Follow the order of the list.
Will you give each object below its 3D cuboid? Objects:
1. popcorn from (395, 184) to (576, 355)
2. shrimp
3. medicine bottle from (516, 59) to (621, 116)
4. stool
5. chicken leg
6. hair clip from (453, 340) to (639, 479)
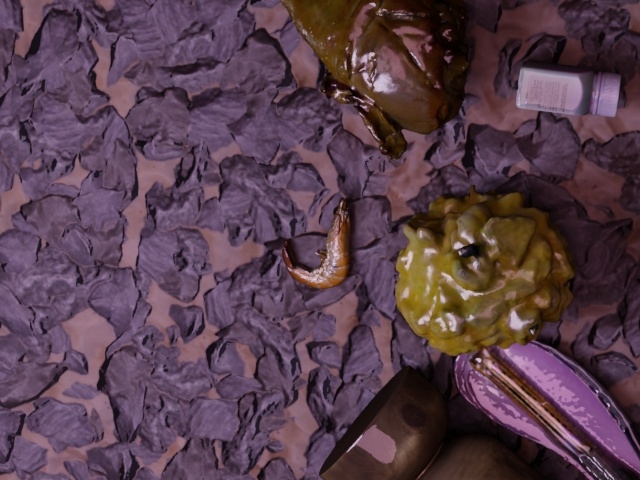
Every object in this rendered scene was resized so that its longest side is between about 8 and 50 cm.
[{"bbox_3d":[0.191,0.036,1.878,0.218,0.169,0.189,-15,99,9],"label":"popcorn"},{"bbox_3d":[0.000,0.000,1.980,0.091,0.025,0.127,18,108,8],"label":"shrimp"},{"bbox_3d":[0.293,-0.178,1.861,0.118,0.074,0.055,7,103,8],"label":"medicine bottle"},{"bbox_3d":[0.154,0.304,1.939,0.264,0.179,0.179,39,106,0],"label":"stool"},{"bbox_3d":[0.046,-0.286,1.854,0.211,0.140,0.361,-38,80,-8],"label":"chicken leg"},{"bbox_3d":[0.317,0.238,1.960,0.358,0.095,0.110,46,141,7],"label":"hair clip"}]
